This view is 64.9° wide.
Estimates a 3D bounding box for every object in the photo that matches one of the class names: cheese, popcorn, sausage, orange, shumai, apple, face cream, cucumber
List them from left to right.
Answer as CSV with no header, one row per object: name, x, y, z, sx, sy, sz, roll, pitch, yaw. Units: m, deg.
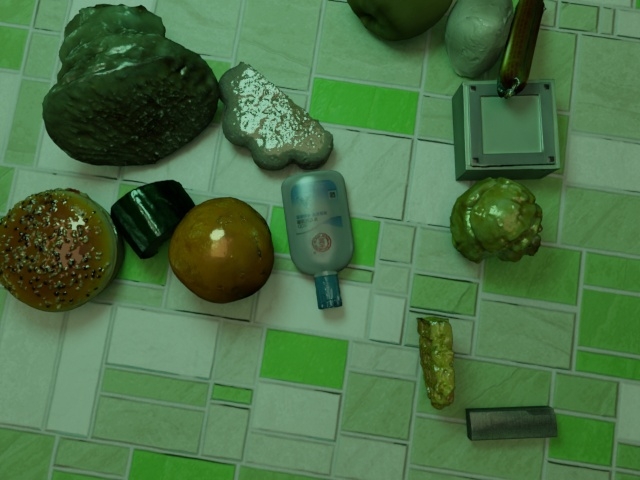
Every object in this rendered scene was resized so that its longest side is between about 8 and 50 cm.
shumai,-0.468,-0.392,1.203,0.397,0.324,0.323,-23,70,-6
cucumber,-0.395,-0.058,1.210,0.191,0.191,0.130,-36,90,-3
orange,-0.220,0.023,1.164,0.246,0.246,0.246,0,84,0
face cream,0.000,0.000,1.245,0.163,0.080,0.337,-7,83,-1
apple,0.194,-0.629,1.232,0.262,0.262,0.262,0,84,0
cheese,0.390,-0.531,1.251,0.154,0.198,0.189,20,76,7
popcorn,0.405,-0.047,1.179,0.183,0.221,0.204,12,82,-22
sausage,0.483,-0.461,1.221,0.082,0.082,0.372,23,59,3

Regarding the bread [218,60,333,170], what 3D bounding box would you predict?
bread,-0.133,-0.286,1.271,0.337,0.102,0.183,40,90,2

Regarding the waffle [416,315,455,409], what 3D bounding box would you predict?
waffle,0.272,0.286,1.172,0.055,0.160,0.211,-4,83,0

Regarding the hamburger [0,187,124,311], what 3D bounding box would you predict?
hamburger,-0.627,0.021,1.201,0.300,0.176,0.300,0,84,-1

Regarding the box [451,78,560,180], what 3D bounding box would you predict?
box,0.456,-0.271,1.253,0.225,0.117,0.225,-1,84,0

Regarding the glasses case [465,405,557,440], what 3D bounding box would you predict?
glasses case,0.458,0.440,1.212,0.204,0.047,0.071,-2,83,1
